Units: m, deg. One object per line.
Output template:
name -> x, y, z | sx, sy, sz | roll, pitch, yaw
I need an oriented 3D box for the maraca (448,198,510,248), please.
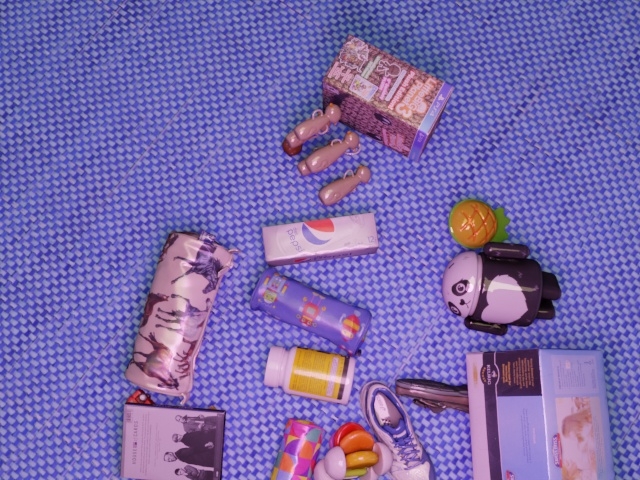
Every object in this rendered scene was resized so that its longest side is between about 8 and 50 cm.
maraca -> 0.405, -0.040, 1.889 | 0.186, 0.099, 0.127 | 7, 88, -23

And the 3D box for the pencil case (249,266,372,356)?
pencil case -> -0.020, 0.174, 1.829 | 0.306, 0.133, 0.119 | 24, 92, 6

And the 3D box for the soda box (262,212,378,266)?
soda box -> 0.000, 0.000, 1.880 | 0.286, 0.098, 0.091 | -8, 78, -1

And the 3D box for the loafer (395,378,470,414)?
loafer -> 0.305, 0.389, 1.787 | 0.268, 0.096, 0.084 | 9, 93, -12

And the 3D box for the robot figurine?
robot figurine -> 0.437, 0.120, 1.813 | 0.278, 0.173, 0.209 | 9, 79, 2

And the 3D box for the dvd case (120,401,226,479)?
dvd case -> -0.347, 0.479, 1.745 | 0.239, 0.029, 0.179 | 5, 94, 3

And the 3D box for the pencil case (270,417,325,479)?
pencil case -> -0.063, 0.546, 1.770 | 0.104, 0.104, 0.236 | 17, 81, 4

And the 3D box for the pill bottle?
pill bottle -> -0.026, 0.323, 1.802 | 0.209, 0.119, 0.119 | 11, 79, 2

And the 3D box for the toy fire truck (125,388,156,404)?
toy fire truck -> -0.425, 0.474, 1.810 | 0.192, 0.047, 0.135 | 44, 83, 9

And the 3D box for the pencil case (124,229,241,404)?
pencil case -> -0.340, 0.180, 1.813 | 0.184, 0.160, 0.410 | 11, 78, 18

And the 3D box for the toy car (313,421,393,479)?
toy car -> 0.069, 0.502, 1.745 | 0.159, 0.182, 0.136 | 0, 55, -22

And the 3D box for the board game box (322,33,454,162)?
board game box -> 0.163, -0.354, 1.884 | 0.291, 0.232, 0.141 | 28, 81, 6

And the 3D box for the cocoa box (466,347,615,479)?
cocoa box -> 0.497, 0.422, 1.682 | 0.231, 0.228, 0.347 | 7, 76, -34

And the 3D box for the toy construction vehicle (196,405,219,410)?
toy construction vehicle -> -0.305, 0.435, 1.802 | 0.098, 0.086, 0.035 | -44, 65, 7

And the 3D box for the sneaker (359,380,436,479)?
sneaker -> 0.180, 0.475, 1.765 | 0.112, 0.131, 0.296 | -30, 81, -7

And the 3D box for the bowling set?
bowling set -> -0.001, -0.254, 1.898 | 0.154, 0.287, 0.200 | -33, 46, -12
